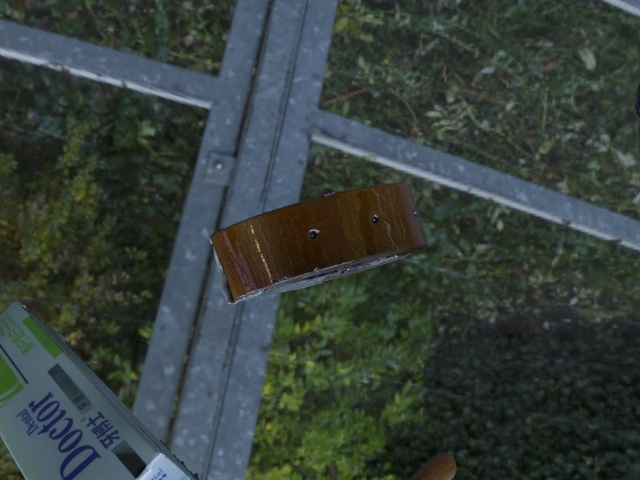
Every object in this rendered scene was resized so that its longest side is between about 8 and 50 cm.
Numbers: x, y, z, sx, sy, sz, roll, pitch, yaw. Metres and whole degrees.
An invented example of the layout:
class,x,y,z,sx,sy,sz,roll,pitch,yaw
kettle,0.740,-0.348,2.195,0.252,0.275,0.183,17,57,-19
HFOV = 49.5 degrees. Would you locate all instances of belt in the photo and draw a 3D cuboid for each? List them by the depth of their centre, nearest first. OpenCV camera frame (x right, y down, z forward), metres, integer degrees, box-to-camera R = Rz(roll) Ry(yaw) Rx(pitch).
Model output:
class,x,y,z,sx,sy,sz,roll,pitch,yaw
belt,0.000,0.000,1.099,0.339,0.122,0.217,-14,173,-17

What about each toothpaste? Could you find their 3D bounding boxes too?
class,x,y,z,sx,sy,sz,roll,pitch,yaw
toothpaste,-0.213,0.141,0.571,0.336,0.081,0.067,20,151,50

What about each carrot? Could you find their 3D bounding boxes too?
class,x,y,z,sx,sy,sz,roll,pitch,yaw
carrot,0.141,0.408,1.102,0.216,0.048,0.048,-28,-178,-32

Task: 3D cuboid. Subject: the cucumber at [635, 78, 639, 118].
class,x,y,z,sx,sy,sz,roll,pitch,yaw
cucumber,0.398,-0.229,0.754,0.067,0.245,0.067,24,162,9
